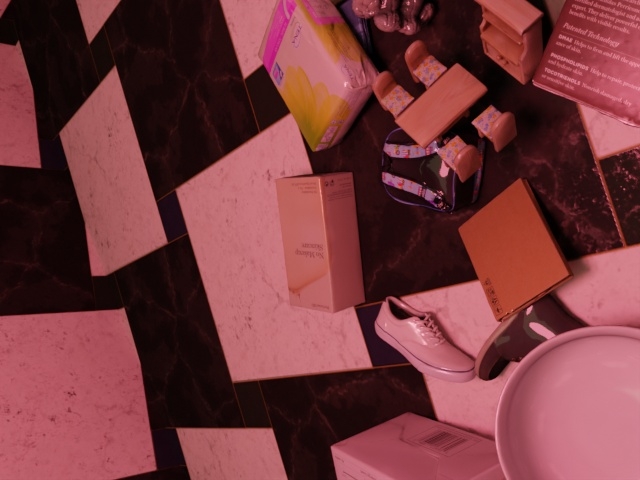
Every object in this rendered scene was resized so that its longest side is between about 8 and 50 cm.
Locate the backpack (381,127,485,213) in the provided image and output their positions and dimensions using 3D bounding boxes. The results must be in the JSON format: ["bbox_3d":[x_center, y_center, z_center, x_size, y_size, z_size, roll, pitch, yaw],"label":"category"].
[{"bbox_3d":[0.204,-0.140,1.137,0.173,0.117,0.158,16,113,43],"label":"backpack"}]

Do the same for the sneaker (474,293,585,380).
[{"bbox_3d":[0.368,0.200,1.080,0.118,0.083,0.222,45,129,31],"label":"sneaker"}]

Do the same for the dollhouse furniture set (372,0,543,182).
[{"bbox_3d":[0.227,-0.261,0.961,0.242,0.161,0.212,-43,65,5],"label":"dollhouse furniture set"}]

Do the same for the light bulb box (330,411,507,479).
[{"bbox_3d":[0.226,0.579,1.185,0.358,0.225,0.361,-4,98,62],"label":"light bulb box"}]

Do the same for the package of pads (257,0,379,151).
[{"bbox_3d":[-0.010,-0.377,1.291,0.296,0.101,0.229,61,148,15],"label":"package of pads"}]

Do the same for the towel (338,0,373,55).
[{"bbox_3d":[0.074,-0.440,1.260,0.067,0.029,0.119,-7,97,52],"label":"towel"}]

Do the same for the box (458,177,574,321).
[{"bbox_3d":[0.336,0.017,1.060,0.164,0.021,0.201,-46,47,40],"label":"box"}]

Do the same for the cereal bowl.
[{"bbox_3d":[0.453,0.301,0.931,0.339,0.141,0.339,-5,77,24],"label":"cereal bowl"}]

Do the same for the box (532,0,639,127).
[{"bbox_3d":[0.431,-0.280,0.812,0.167,0.168,0.203,37,126,34],"label":"box"}]

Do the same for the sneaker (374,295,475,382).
[{"bbox_3d":[0.210,0.200,1.244,0.258,0.094,0.091,28,125,41],"label":"sneaker"}]

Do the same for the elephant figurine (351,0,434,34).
[{"bbox_3d":[0.157,-0.504,1.062,0.186,0.169,0.239,33,131,20],"label":"elephant figurine"}]

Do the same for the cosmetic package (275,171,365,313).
[{"bbox_3d":[0.000,0.000,1.404,0.160,0.113,0.309,2,102,47],"label":"cosmetic package"}]
